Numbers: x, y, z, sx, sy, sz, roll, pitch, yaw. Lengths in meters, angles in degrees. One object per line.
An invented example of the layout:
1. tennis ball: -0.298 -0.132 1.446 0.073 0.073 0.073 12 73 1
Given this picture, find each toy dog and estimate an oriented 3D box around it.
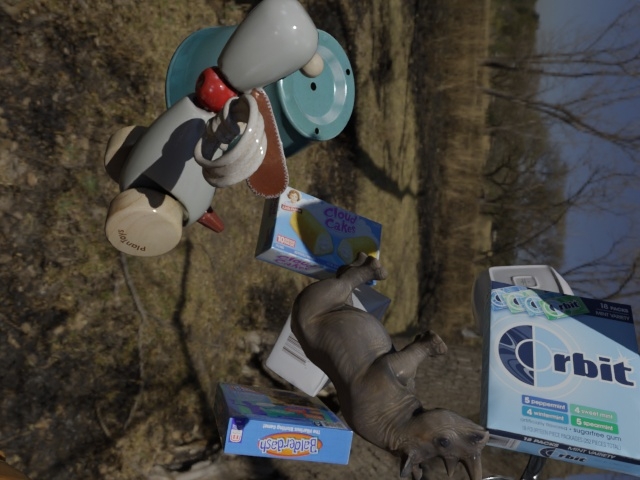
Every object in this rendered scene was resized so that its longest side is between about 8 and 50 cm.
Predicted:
1. toy dog: -0.107 -0.097 0.658 0.161 0.334 0.220 26 57 -40

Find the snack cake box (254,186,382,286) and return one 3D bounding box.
1. snack cake box: 0.000 0.000 1.288 0.089 0.264 0.152 -28 -132 54

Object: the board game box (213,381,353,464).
1. board game box: -0.062 0.250 0.822 0.210 0.160 0.047 175 -75 -77

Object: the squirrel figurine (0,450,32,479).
1. squirrel figurine: -0.353 0.176 0.404 0.370 0.281 0.396 15 79 -47

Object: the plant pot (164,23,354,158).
1. plant pot: -0.089 -0.263 1.044 0.272 0.255 0.271 -4 96 -47

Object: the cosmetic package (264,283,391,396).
1. cosmetic package: 0.020 0.127 0.843 0.117 0.085 0.231 -63 163 12

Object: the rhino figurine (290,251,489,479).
1. rhino figurine: 0.058 0.117 0.519 0.243 0.106 0.073 54 -5 31

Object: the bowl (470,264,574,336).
1. bowl: 0.287 0.079 0.829 0.142 0.142 0.053 -75 161 -63

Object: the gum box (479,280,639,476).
1. gum box: 0.252 0.137 0.620 0.041 0.157 0.184 91 11 -48

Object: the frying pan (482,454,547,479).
1. frying pan: 0.320 0.444 1.010 0.326 0.197 0.053 -78 179 -46
